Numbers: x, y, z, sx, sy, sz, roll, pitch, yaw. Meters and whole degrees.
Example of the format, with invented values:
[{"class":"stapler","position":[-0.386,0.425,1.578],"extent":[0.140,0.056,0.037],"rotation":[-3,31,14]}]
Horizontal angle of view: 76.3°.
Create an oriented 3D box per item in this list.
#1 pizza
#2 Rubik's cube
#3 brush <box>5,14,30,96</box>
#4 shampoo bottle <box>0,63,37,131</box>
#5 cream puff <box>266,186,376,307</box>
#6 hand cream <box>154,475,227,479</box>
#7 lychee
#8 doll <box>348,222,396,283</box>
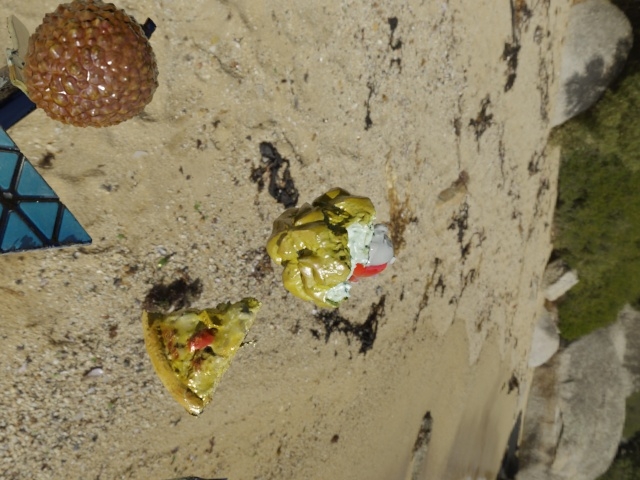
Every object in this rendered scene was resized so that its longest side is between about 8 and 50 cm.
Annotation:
[{"class":"pizza","position":[-0.269,0.218,0.972],"extent":[0.287,0.280,0.075],"rotation":[-39,164,-18]},{"class":"Rubik's cube","position":[-0.594,-0.050,0.715],"extent":[0.228,0.233,0.229],"rotation":[-45,171,-33]},{"class":"brush","position":[-0.553,-0.349,0.761],"extent":[0.020,0.337,0.085],"rotation":[-35,147,-2]},{"class":"shampoo bottle","position":[-0.645,-0.298,0.843],"extent":[0.310,0.098,0.071],"rotation":[-61,175,-31]},{"class":"cream puff","position":[0.000,0.000,0.499],"extent":[0.156,0.121,0.156],"rotation":[-55,160,-32]},{"class":"hand cream","position":[-0.260,0.399,0.650],"extent":[0.083,0.224,0.048],"rotation":[47,28,-50]},{"class":"lychee","position":[-0.359,-0.287,0.669],"extent":[0.238,0.200,0.200],"rotation":[-47,135,-20]},{"class":"doll","position":[0.064,0.025,0.644],"extent":[0.227,0.102,0.075],"rotation":[107,-10,-65]}]
